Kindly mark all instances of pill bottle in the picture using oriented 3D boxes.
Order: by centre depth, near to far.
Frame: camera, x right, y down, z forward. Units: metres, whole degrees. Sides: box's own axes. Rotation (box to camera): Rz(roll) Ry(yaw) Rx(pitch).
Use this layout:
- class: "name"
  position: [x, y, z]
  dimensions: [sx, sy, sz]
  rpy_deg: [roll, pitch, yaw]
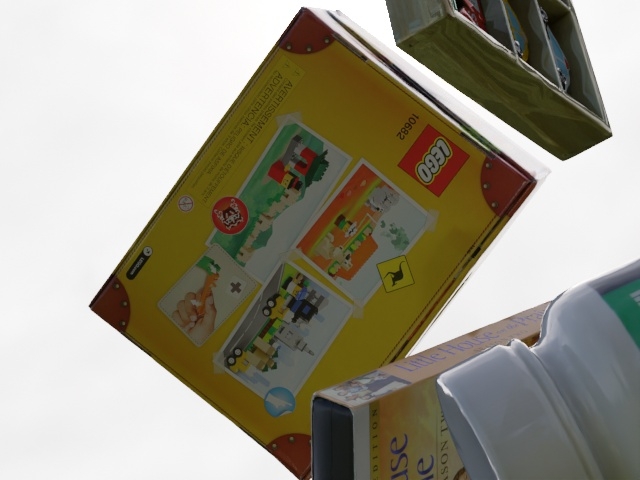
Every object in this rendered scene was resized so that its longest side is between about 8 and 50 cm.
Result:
- class: "pill bottle"
  position: [0.276, 0.094, 1.233]
  dimensions: [0.361, 0.204, 0.204]
  rpy_deg: [-25, -29, -5]

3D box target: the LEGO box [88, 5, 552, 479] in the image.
- class: "LEGO box"
  position: [0.000, 0.000, 2.387]
  dimensions: [0.500, 0.372, 0.193]
  rpy_deg: [-53, -7, 13]

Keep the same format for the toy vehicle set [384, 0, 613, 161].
- class: "toy vehicle set"
  position: [0.081, -0.189, 1.056]
  dimensions: [0.035, 0.267, 0.166]
  rpy_deg: [-30, -36, 28]

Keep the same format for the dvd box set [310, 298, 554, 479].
- class: "dvd box set"
  position: [0.157, 0.244, 1.859]
  dimensions: [0.420, 0.062, 0.307]
  rpy_deg: [-16, -67, -43]
